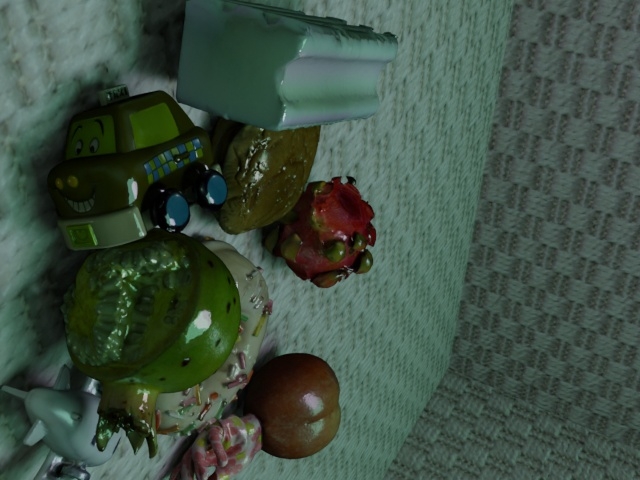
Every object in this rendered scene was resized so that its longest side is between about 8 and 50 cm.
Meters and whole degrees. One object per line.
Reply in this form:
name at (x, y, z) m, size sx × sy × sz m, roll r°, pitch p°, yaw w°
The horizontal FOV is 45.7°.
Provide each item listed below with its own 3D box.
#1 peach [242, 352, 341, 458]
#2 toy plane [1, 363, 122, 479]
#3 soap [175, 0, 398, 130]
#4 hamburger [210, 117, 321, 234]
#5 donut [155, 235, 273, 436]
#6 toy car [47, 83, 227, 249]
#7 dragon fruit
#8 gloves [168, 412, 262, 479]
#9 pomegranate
peach at (-0.070, 0.394, 1.806) m, size 0.252 × 0.252 × 0.252 m, roll -48°, pitch 150°, yaw -41°
toy plane at (-0.382, 0.276, 1.155) m, size 0.244 × 0.117 × 0.245 m, roll 13°, pitch 90°, yaw -75°
soap at (-0.049, -0.288, 1.214) m, size 0.446 × 0.261 × 0.156 m, roll -26°, pitch 132°, yaw -62°
hamburger at (-0.101, -0.135, 1.399) m, size 0.285 × 0.134 × 0.266 m, roll -20°, pitch 125°, yaw -59°
donut at (-0.223, 0.186, 1.394) m, size 0.382 × 0.142 × 0.383 m, roll -46°, pitch 147°, yaw -41°
toy car at (-0.262, -0.111, 1.042) m, size 0.248 × 0.204 × 0.198 m, roll -39°, pitch 119°, yaw -51°
dragon fruit at (0.015, -0.006, 1.648) m, size 0.307 × 0.243 × 0.228 m, roll 13°, pitch 59°, yaw -63°
gloves at (-0.236, 0.466, 1.647) m, size 0.241 × 0.126 × 0.145 m, roll -15°, pitch 147°, yaw -36°
pomegranate at (-0.250, 0.137, 1.100) m, size 0.260 × 0.260 × 0.341 m, roll 38°, pitch 59°, yaw -67°
